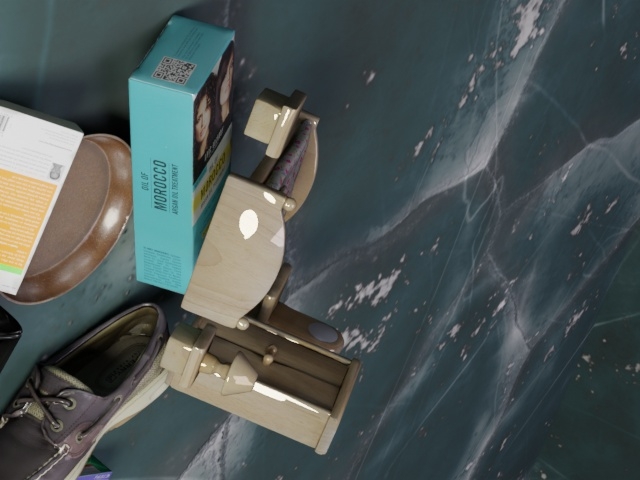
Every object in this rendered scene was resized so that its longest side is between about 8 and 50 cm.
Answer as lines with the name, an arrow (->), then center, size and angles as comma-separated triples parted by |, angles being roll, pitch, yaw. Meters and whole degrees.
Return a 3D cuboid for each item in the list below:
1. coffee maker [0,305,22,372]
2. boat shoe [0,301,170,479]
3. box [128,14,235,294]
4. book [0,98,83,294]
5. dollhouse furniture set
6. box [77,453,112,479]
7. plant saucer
coffee maker -> -0.324, 0.116, 1.090 | 0.178, 0.120, 0.171 | -60, 178, 10
boat shoe -> -0.241, 0.154, 1.278 | 0.285, 0.103, 0.092 | -40, 145, -39
box -> -0.123, -0.072, 1.227 | 0.244, 0.060, 0.100 | 96, 14, -45
book -> -0.257, -0.037, 1.063 | 0.096, 0.035, 0.144 | 17, 107, -34
dollhouse furniture set -> 0.000, 0.000, 1.293 | 0.303, 0.174, 0.355 | -64, 177, -62
box -> -0.297, 0.308, 1.418 | 0.105, 0.043, 0.179 | 6, 116, -61
plant saucer -> -0.226, -0.023, 1.175 | 0.168, 0.029, 0.168 | -42, 151, -30
